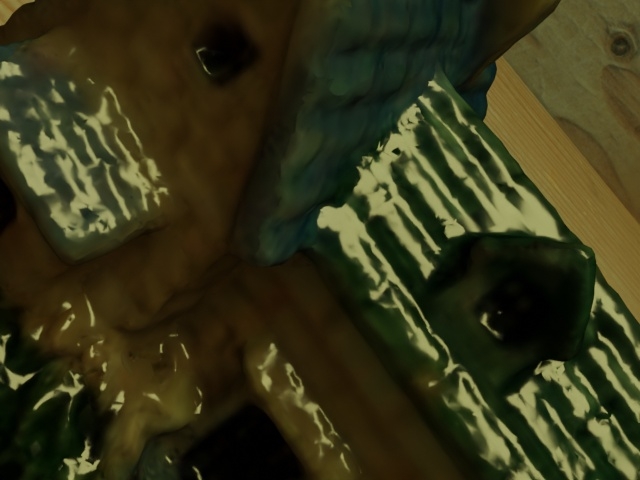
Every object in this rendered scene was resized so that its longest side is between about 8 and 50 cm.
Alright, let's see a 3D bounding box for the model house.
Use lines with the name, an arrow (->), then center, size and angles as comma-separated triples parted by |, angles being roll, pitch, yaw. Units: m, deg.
model house -> 0.000, 0.000, 0.574 | 0.445, 0.400, 0.395 | 58, 24, 6
